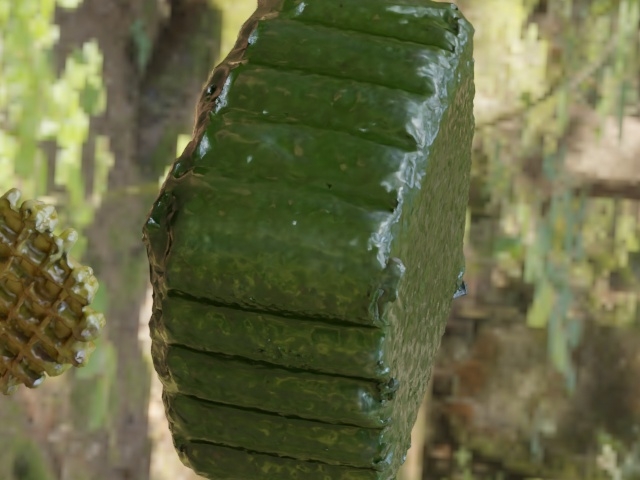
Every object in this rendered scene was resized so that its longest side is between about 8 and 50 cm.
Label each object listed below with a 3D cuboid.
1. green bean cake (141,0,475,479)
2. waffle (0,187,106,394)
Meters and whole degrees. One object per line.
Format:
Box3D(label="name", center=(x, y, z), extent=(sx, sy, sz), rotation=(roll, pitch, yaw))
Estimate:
Box3D(label="green bean cake", center=(0.000, 0.000, 1.057), extent=(0.247, 0.156, 0.250), rotation=(87, 16, -49))
Box3D(label="waffle", center=(-0.255, 0.035, 1.379), extent=(0.038, 0.191, 0.191), rotation=(-55, 152, -55))
